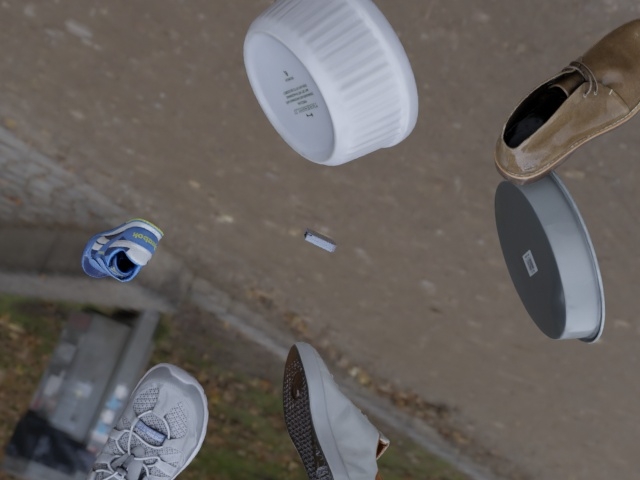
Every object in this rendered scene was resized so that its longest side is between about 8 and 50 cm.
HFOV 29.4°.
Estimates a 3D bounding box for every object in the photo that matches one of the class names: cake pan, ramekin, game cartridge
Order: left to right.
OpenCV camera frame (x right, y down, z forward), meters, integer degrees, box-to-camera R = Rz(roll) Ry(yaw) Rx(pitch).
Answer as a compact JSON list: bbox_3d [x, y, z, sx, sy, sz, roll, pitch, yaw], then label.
[{"bbox_3d":[0.000,0.000,2.031,0.056,0.017,0.083,22,-174,-5],"label":"game cartridge"},{"bbox_3d":[0.004,-0.229,1.708,0.273,0.127,0.273,45,156,27],"label":"ramekin"},{"bbox_3d":[0.336,0.022,1.831,0.054,0.293,0.293,-18,164,-8],"label":"cake pan"}]

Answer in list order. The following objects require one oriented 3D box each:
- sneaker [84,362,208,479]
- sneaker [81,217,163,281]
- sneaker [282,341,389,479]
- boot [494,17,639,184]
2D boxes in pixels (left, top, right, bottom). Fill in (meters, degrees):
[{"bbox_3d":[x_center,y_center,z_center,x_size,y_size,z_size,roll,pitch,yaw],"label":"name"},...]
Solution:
[{"bbox_3d":[-0.222,0.279,1.477,0.105,0.281,0.115,28,-160,5],"label":"sneaker"},{"bbox_3d":[-0.250,0.021,1.483,0.053,0.059,0.144,32,143,-27],"label":"sneaker"},{"bbox_3d":[0.026,0.277,1.805,0.123,0.290,0.106,2,138,-26],"label":"sneaker"},{"bbox_3d":[0.360,-0.202,1.645,0.112,0.305,0.115,45,173,22],"label":"boot"}]
